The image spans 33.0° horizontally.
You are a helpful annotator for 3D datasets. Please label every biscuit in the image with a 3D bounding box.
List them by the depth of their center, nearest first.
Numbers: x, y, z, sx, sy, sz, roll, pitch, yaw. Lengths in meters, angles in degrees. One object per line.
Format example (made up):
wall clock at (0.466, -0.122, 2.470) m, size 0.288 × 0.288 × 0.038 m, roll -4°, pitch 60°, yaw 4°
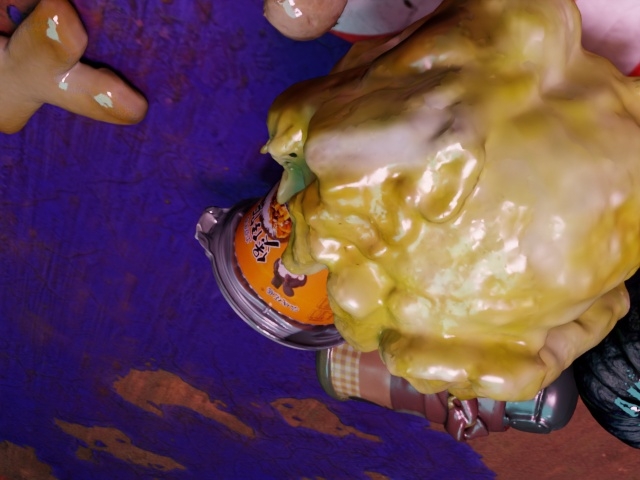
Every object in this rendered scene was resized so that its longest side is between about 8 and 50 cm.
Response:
biscuit at (-0.287, -0.166, 1.058) m, size 0.207 × 0.047 × 0.164 m, roll 0°, pitch 141°, yaw 33°

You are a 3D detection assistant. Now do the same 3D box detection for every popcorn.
popcorn at (0.120, -0.030, 0.802) m, size 0.312 × 0.312 × 0.312 m, roll 16°, pitch 148°, yaw 10°

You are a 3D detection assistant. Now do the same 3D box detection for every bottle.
bottle at (0.134, 0.134, 1.139) m, size 0.271 × 0.156 × 0.143 m, roll 12°, pitch 153°, yaw 26°

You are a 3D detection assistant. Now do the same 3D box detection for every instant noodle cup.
instant noodle cup at (0.000, 0.000, 1.028) m, size 0.208 × 0.178 × 0.125 m, roll 16°, pitch 139°, yaw -25°

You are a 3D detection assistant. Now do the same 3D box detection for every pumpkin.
pumpkin at (0.339, 0.116, 1.003) m, size 0.201 × 0.140 × 0.202 m, roll 10°, pitch 132°, yaw 11°

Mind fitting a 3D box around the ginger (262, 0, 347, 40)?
ginger at (-0.045, -0.230, 0.779) m, size 0.204 × 0.080 × 0.104 m, roll 46°, pitch 174°, yaw -32°
